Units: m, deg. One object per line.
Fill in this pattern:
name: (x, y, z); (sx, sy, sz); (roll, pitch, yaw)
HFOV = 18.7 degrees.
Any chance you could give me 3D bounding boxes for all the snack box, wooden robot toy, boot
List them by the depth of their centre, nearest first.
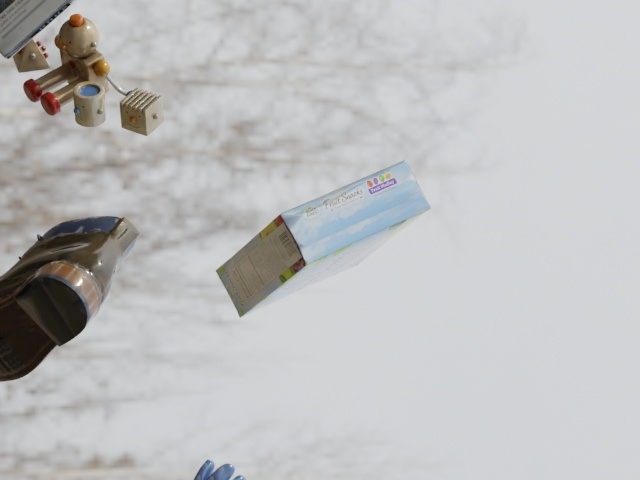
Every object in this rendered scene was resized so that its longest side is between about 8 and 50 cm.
boot: (-0.235, 0.049, 1.612); (0.219, 0.106, 0.082); (-21, -68, 43)
wooden robot toy: (-0.211, -0.155, 1.684); (0.173, 0.076, 0.079); (34, -41, 33)
snack box: (0.000, 0.000, 2.163); (0.070, 0.174, 0.207); (62, -30, 8)

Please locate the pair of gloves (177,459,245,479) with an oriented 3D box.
pair of gloves: (-0.093, 0.324, 2.067); (0.198, 0.023, 0.159); (17, -106, 32)

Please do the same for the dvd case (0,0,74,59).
dvd case: (-0.272, -0.298, 1.611); (0.239, 0.179, 0.029); (48, 1, 0)
